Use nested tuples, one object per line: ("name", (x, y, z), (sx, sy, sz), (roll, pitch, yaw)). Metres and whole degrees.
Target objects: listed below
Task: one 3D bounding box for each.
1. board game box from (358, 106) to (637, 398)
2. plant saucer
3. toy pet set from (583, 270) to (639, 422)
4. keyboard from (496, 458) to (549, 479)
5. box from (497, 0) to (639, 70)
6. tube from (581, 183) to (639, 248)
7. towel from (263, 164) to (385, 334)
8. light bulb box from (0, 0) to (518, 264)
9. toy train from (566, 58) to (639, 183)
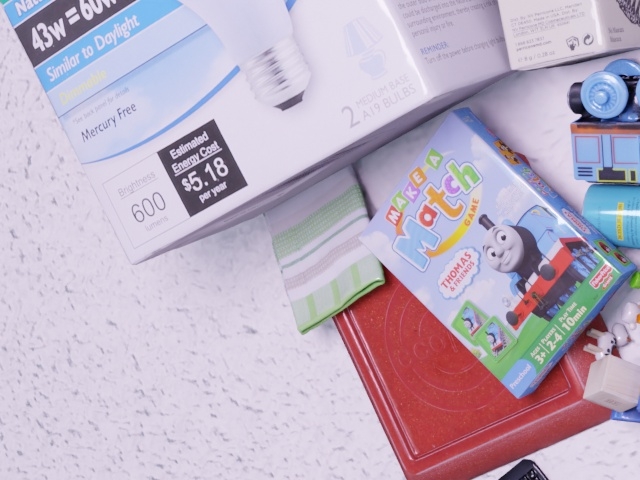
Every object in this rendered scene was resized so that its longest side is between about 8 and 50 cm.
("board game box", (0.153, 0.011, 1.737), (0.211, 0.039, 0.160), (45, 120, 18))
("plant saucer", (0.129, 0.086, 1.816), (0.258, 0.048, 0.259), (-28, 82, 30))
("toy pet set", (0.279, 0.095, 1.695), (0.065, 0.122, 0.114), (21, 69, -11))
("keyboard", (0.156, 0.297, 1.836), (0.192, 0.038, 0.100), (-46, 74, 28))
("box", (0.199, -0.289, 1.683), (0.094, 0.113, 0.275), (-10, 93, 31))
("tube", (0.331, -0.015, 1.686), (0.207, 0.052, 0.080), (5, 111, 25))
("towel", (0.000, 0.000, 1.856), (0.113, 0.023, 0.152), (-36, 53, 29))
("light bulb box", (-0.067, -0.226, 1.737), (0.358, 0.225, 0.361), (-29, 87, 30))
("toy train", (0.300, -0.100, 1.674), (0.184, 0.080, 0.105), (2, 107, 28))
